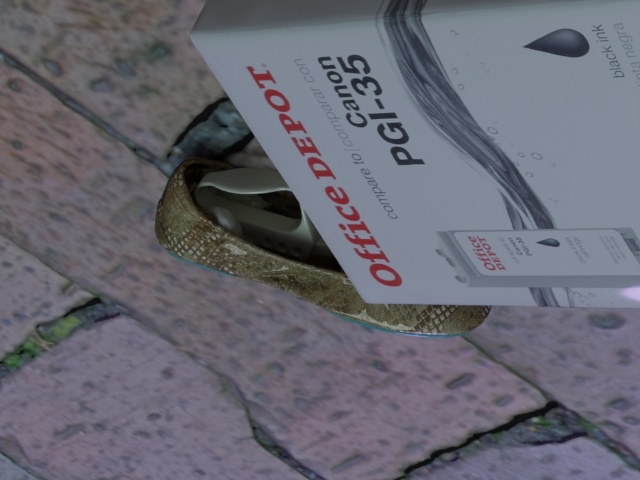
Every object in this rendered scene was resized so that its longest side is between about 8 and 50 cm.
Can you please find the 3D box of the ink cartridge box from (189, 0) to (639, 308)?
[{"bbox_3d":[0.114,-0.071,0.921,0.283,0.117,0.207,-1,139,34],"label":"ink cartridge box"}]

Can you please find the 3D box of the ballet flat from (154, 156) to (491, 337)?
[{"bbox_3d":[0.000,0.000,1.146,0.206,0.073,0.067,14,131,11],"label":"ballet flat"}]
